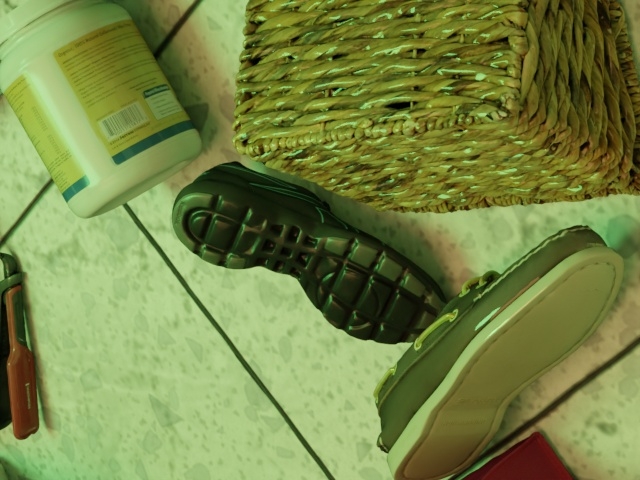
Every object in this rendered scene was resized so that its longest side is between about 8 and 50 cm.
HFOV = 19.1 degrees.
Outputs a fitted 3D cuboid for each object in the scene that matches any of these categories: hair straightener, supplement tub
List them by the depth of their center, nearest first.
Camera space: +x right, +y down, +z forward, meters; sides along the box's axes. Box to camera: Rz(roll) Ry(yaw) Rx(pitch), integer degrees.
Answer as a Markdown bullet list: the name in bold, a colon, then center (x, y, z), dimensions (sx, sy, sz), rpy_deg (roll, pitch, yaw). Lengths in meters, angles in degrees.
- **supplement tub**: center (-0.218, -0.137, 1.811), dimensions (0.144, 0.144, 0.200), rpy_deg (-30, 89, 42)
- **hair straightener**: center (-0.363, 0.106, 2.098), dimensions (0.089, 0.047, 0.230), rpy_deg (10, 115, 35)

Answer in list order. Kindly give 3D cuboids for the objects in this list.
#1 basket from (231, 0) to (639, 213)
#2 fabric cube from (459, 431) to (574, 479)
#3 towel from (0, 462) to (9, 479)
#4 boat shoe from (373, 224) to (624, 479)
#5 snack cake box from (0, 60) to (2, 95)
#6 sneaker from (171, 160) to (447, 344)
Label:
- **basket**: center (0.108, -0.153, 1.582), dimensions (0.299, 0.223, 0.214), rpy_deg (-6, 73, 40)
- **fabric cube**: center (0.120, 0.371, 1.693), dimensions (0.258, 0.259, 0.254), rpy_deg (-38, 83, 43)
- **towel**: center (-0.340, 0.430, 2.077), dimensions (0.053, 0.332, 0.317), rpy_deg (-16, 104, -1)
- **boat shoe**: center (0.144, 0.087, 1.649), dimensions (0.324, 0.116, 0.097), rpy_deg (-56, 44, 40)
- **snack cake box**: center (-0.454, -0.227, 1.995), dimensions (0.264, 0.089, 0.152), rpy_deg (55, 133, 5)
- **sneaker**: center (0.000, 0.000, 1.739), dimensions (0.267, 0.106, 0.101), rpy_deg (28, 121, 2)
